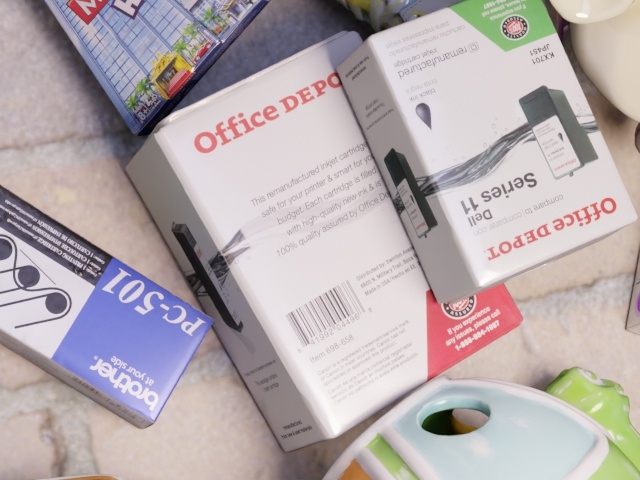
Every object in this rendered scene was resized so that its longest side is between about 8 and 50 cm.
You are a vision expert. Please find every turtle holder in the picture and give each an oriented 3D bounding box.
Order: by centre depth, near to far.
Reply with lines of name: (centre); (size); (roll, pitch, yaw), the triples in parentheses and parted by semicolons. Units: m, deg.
turtle holder: (0.147, 0.206, 1.326); (0.320, 0.243, 0.227); (-39, 75, -15)

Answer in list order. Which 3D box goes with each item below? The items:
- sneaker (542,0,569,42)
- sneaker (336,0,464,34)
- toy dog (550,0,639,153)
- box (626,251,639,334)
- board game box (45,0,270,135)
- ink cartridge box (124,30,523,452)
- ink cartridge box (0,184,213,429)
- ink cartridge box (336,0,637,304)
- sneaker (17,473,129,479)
sneaker: (0.180, -0.184, 1.520); (0.105, 0.095, 0.236); (-4, 77, -29)
sneaker: (0.032, -0.212, 1.454); (0.208, 0.127, 0.319); (-8, 70, -24)
toy dog: (0.320, -0.309, 1.462); (0.285, 0.395, 0.408); (-6, 44, 10)
box: (0.339, -0.066, 1.559); (0.067, 0.063, 0.324); (20, 70, -14)
board game box: (-0.147, -0.218, 1.386); (0.194, 0.060, 0.194); (42, 98, 2)
ink cartridge box: (0.000, 0.000, 1.389); (0.197, 0.114, 0.273); (-29, 89, -24)
ink cartridge box: (-0.195, 0.049, 1.343); (0.207, 0.046, 0.097); (33, 69, -10)
ink cartridge box: (0.127, -0.074, 1.341); (0.153, 0.087, 0.208); (-23, 87, -20)
sneaker: (-0.120, 0.232, 1.283); (0.290, 0.123, 0.106); (8, 72, -19)
